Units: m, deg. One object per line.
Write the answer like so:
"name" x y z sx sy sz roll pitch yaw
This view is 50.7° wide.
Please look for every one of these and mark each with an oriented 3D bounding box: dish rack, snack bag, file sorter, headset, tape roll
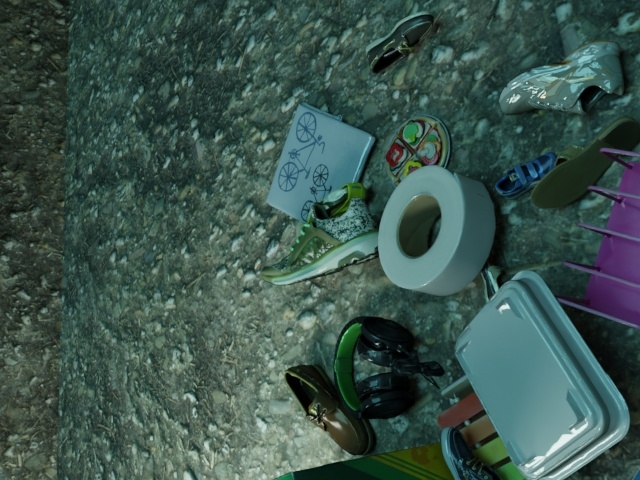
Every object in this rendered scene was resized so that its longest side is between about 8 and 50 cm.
"dish rack" 0.368 0.252 1.220 0.333 0.072 0.286 65 148 32
"snack bag" -0.002 -0.201 1.913 0.342 0.037 0.323 31 105 43
"file sorter" 0.554 0.003 1.168 0.202 0.182 0.291 21 98 47
"headset" 0.130 0.295 1.564 0.394 0.185 0.244 -14 73 57
"tape roll" 0.255 -0.022 1.517 0.286 0.100 0.286 -31 52 49

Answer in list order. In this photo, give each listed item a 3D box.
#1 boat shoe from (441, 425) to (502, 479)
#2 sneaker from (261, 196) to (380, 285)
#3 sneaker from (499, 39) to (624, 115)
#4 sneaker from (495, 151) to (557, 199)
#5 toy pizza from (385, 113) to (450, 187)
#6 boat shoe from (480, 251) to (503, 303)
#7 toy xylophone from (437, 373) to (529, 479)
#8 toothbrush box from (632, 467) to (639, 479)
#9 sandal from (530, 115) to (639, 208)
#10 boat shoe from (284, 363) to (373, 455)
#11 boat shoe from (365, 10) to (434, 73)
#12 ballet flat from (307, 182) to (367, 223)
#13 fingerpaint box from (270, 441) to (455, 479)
"boat shoe" 0.304 0.448 1.320 0.083 0.065 0.183 -32 68 40
"sneaker" 0.000 0.000 1.767 0.410 0.158 0.182 -21 82 35
"sneaker" 0.484 -0.298 1.370 0.262 0.099 0.121 -23 71 44
"sneaker" 0.431 -0.135 1.418 0.144 0.059 0.053 -40 53 34
"toy pizza" 0.232 -0.215 1.666 0.201 0.032 0.201 -12 74 45
"boat shoe" 0.372 0.080 1.447 0.043 0.049 0.137 -20 67 36
"toy xylophone" 0.382 0.397 1.350 0.236 0.081 0.323 -51 50 27
"toothbrush box" 0.640 0.402 0.974 0.295 0.216 0.126 36 109 43
"sandal" 0.516 -0.160 1.339 0.240 0.088 0.079 -43 22 25
"boat shoe" 0.008 0.436 1.724 0.307 0.104 0.111 40 111 43
"boat shoe" 0.206 -0.502 1.720 0.227 0.081 0.069 -24 68 50
"ballet flat" 0.022 -0.091 1.794 0.231 0.077 0.077 -32 64 38
"fingerpaint box" 0.020 0.568 1.424 0.445 0.371 0.163 -44 53 50
